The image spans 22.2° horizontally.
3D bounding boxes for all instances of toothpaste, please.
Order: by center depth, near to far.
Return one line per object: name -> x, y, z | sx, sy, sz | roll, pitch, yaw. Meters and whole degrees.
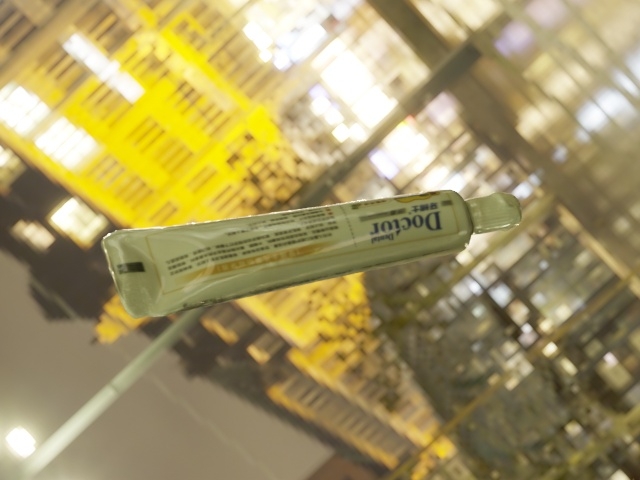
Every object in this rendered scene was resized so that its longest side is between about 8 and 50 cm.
toothpaste -> 0.000, 0.000, 0.973 | 0.037, 0.255, 0.067 | 99, 155, -48

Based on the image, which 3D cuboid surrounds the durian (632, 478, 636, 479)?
durian -> 0.203, 0.213, 0.906 | 0.182, 0.165, 0.132 | 51, 157, 26
